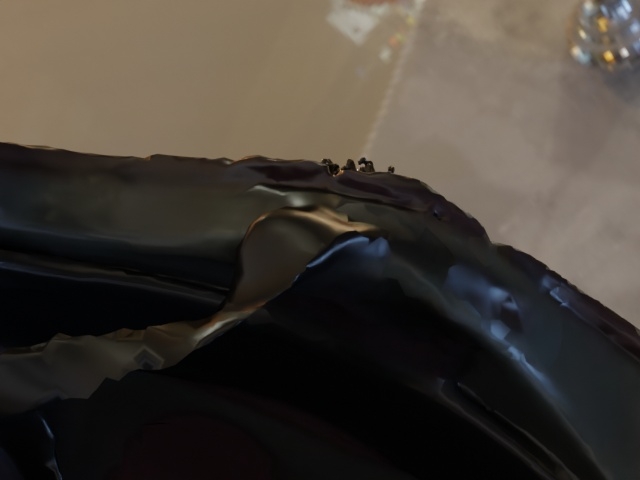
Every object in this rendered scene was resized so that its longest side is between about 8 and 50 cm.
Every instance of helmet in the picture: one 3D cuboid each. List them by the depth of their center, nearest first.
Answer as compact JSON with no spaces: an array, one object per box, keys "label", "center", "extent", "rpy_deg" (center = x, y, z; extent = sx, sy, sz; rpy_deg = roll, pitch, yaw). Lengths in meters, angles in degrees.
[{"label":"helmet","center":[-0.052,0.127,0.400],"extent":[0.338,0.197,0.271],"rpy_deg":[11,-112,-6]}]

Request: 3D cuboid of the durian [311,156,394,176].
[{"label":"durian","center":[-0.001,0.001,0.787],"extent":[0.140,0.071,0.110],"rpy_deg":[-14,-139,18]}]
